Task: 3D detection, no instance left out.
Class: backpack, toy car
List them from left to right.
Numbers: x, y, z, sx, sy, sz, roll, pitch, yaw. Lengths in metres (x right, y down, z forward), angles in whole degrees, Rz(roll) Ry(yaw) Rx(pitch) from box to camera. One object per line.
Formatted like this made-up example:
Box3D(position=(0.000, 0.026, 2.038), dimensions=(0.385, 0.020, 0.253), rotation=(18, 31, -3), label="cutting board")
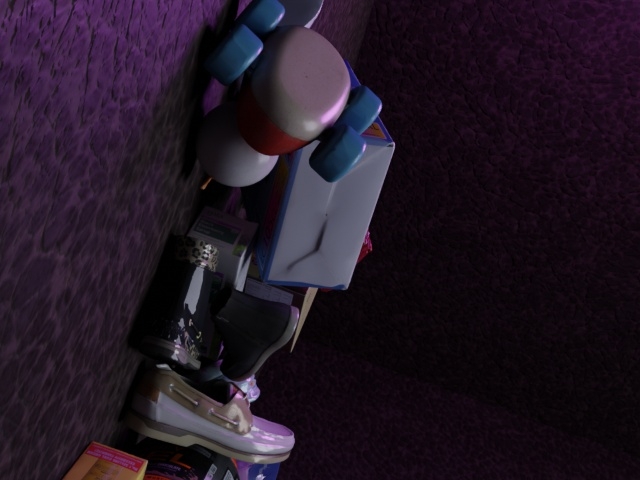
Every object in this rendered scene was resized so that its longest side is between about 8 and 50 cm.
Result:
Box3D(position=(-0.174, 0.239, 1.648), dimensions=(0.152, 0.115, 0.182), rotation=(-30, -179, -17), label="backpack")
Box3D(position=(-0.084, -0.156, 1.258), dimensions=(0.238, 0.219, 0.210), rotation=(-37, -161, 34), label="toy car")

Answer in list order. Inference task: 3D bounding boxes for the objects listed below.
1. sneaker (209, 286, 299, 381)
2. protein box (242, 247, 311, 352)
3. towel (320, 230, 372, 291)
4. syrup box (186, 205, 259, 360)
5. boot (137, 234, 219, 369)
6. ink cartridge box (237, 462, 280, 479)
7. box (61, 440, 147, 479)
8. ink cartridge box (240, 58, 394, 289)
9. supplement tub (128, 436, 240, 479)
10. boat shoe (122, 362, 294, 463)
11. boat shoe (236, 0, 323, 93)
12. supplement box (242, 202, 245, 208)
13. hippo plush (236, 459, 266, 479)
Box3D(position=(-0.131, 0.138, 1.472), dimensions=(0.222, 0.118, 0.083), rotation=(-47, -157, 47), label="sneaker")
Box3D(position=(-0.072, 0.061, 1.788), dimensions=(0.201, 0.136, 0.200), rotation=(105, 7, -52), label="protein box")
Box3D(position=(0.036, -0.069, 1.625), dimensions=(0.199, 0.031, 0.274), rotation=(129, -35, -58), label="towel")
Box3D(position=(-0.175, 0.070, 1.522), dimensions=(0.096, 0.093, 0.237), rotation=(-67, 175, -50), label="syrup box")
Box3D(position=(-0.196, 0.095, 1.399), dimensions=(0.236, 0.085, 0.178), rotation=(101, 5, -81), label="boot")
Box3D(position=(-0.223, 0.535, 1.896), dimensions=(0.303, 0.307, 0.072), rotation=(103, -28, -62), label="ink cartridge box")
Box3D(position=(-0.290, 0.336, 1.167), dimensions=(0.232, 0.087, 0.058), rotation=(-59, 167, -72), label="box")
Box3D(position=(-0.027, -0.138, 1.565), dimensions=(0.395, 0.151, 0.270), rotation=(-107, -150, -57), label="ink cartridge box")
Box3D(position=(-0.241, 0.424, 1.472), dimensions=(0.338, 0.207, 0.207), rotation=(-60, 169, -77), label="supplement tub")
Box3D(position=(-0.155, 0.274, 1.495), dimensions=(0.113, 0.302, 0.103), rotation=(19, -92, 52), label="boat shoe")
Box3D(position=(-0.062, -0.298, 1.428), dimensions=(0.076, 0.080, 0.228), rotation=(122, -10, -74), label="boat shoe")
Box3D(position=(-0.076, -0.139, 1.913), dimensions=(0.081, 0.104, 0.188), rotation=(105, 4, -52), label="supplement box")
Box3D(position=(-0.206, 0.470, 2.163), dimensions=(0.234, 0.237, 0.294), rotation=(103, 6, -62), label="hippo plush")
